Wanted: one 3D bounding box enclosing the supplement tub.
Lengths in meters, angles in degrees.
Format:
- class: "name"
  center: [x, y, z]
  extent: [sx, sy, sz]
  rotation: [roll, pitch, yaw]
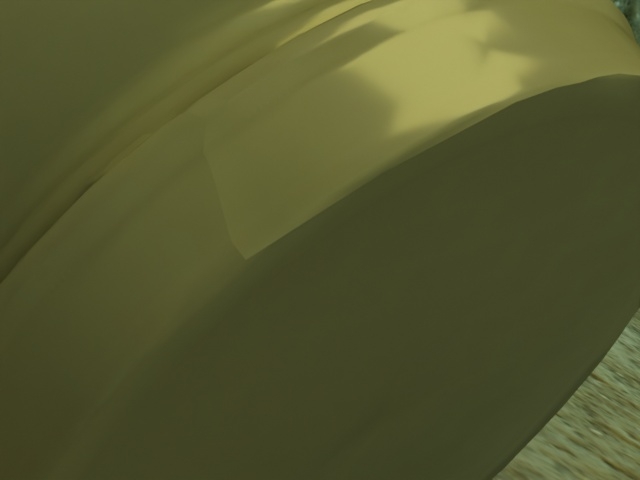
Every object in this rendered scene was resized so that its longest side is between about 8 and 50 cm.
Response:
- class: "supplement tub"
  center: [-0.084, -0.068, 0.484]
  extent: [0.316, 0.228, 0.228]
  rotation: [49, 16, 25]
